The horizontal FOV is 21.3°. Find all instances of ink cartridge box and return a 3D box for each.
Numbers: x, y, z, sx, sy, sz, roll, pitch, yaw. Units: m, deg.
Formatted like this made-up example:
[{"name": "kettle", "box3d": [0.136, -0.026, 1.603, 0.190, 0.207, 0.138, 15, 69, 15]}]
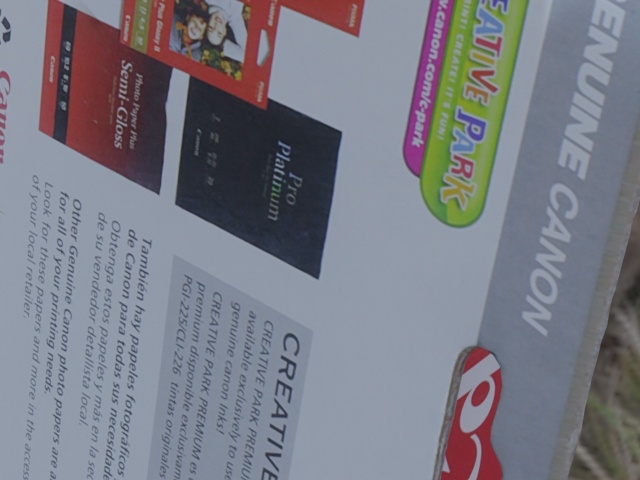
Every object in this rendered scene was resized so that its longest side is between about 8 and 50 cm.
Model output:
[{"name": "ink cartridge box", "box3d": [0.000, 0.000, 0.528, 0.272, 0.309, 0.130, 29, 32, 34]}]
